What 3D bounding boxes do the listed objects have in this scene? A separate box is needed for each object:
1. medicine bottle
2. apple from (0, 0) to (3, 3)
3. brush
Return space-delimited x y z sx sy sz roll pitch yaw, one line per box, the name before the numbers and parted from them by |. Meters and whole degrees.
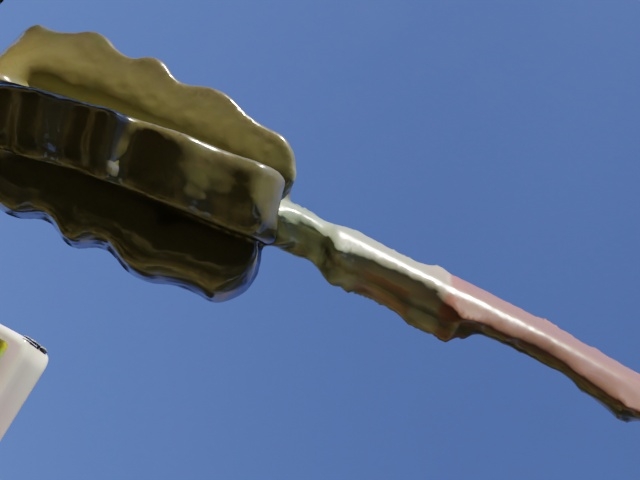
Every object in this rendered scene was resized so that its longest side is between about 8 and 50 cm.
medicine bottle | -0.371 0.180 1.389 0.115 0.078 0.219 20 -108 31
apple | -0.165 -0.111 0.398 0.182 0.182 0.155 -32 -147 36
brush | 0.000 0.000 0.559 0.301 0.084 0.071 25 -53 -3
